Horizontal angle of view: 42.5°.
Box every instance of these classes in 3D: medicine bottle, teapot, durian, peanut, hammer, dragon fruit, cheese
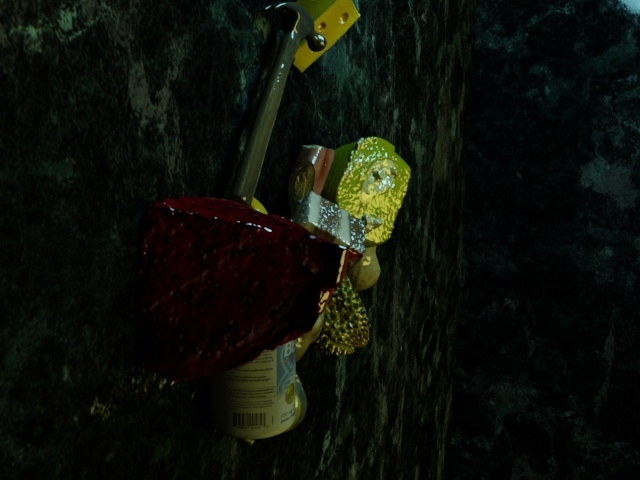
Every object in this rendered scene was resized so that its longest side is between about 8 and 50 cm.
[{"bbox_3d":[-0.122,0.194,1.474,0.157,0.157,0.288,-28,121,-65],"label":"medicine bottle"},{"bbox_3d":[-0.099,0.330,1.647,0.165,0.130,0.119,-55,-179,13],"label":"teapot"},{"bbox_3d":[-0.001,0.147,1.823,0.237,0.138,0.193,57,-20,35],"label":"durian"},{"bbox_3d":[0.096,0.003,2.044,0.125,0.111,0.274,-19,123,-23],"label":"peanut"},{"bbox_3d":[-0.090,-0.255,1.532,0.168,0.044,0.439,39,56,-45],"label":"hammer"},{"bbox_3d":[-0.097,0.079,1.299,0.228,0.329,0.285,-8,101,-75],"label":"dragon fruit"},{"bbox_3d":[-0.020,-0.442,1.714,0.171,0.126,0.093,-61,154,-4],"label":"cheese"}]

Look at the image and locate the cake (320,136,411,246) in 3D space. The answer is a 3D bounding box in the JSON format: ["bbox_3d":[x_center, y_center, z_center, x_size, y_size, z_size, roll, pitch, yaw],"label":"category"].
[{"bbox_3d":[0.085,-0.114,1.865,0.179,0.156,0.260,34,64,-33],"label":"cake"}]

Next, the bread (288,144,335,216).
[{"bbox_3d":[-0.023,-0.151,1.768,0.119,0.067,0.192,80,26,-53],"label":"bread"}]

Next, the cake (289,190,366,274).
[{"bbox_3d":[0.000,0.000,1.697,0.135,0.147,0.134,-48,-155,30],"label":"cake"}]

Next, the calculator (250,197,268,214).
[{"bbox_3d":[-0.141,-0.009,1.550,0.235,0.032,0.146,41,57,-66],"label":"calculator"}]

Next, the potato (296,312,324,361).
[{"bbox_3d":[-0.065,0.154,1.653,0.200,0.137,0.154,-47,166,-57],"label":"potato"}]
